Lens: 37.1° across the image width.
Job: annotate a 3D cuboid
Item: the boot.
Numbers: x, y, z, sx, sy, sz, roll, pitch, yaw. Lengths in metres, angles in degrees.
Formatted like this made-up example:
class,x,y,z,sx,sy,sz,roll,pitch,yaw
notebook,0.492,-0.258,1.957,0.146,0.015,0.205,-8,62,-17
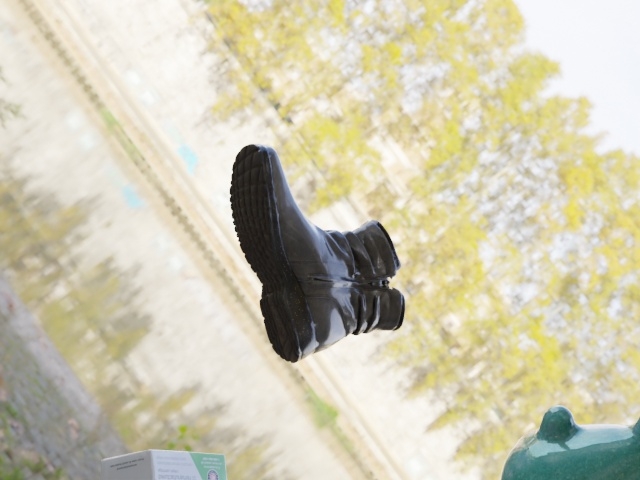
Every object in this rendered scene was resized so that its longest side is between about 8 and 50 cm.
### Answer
class,x,y,z,sx,sy,sz,roll,pitch,yaw
boot,0.000,0.000,1.446,0.118,0.223,0.338,7,-68,58

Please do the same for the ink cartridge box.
class,x,y,z,sx,sy,sz,roll,pitch,yaw
ink cartridge box,-0.189,0.379,1.203,0.154,0.093,0.212,24,55,-54

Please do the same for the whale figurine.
class,x,y,z,sx,sy,sz,roll,pitch,yaw
whale figurine,0.366,0.319,1.269,0.216,0.272,0.141,56,28,0
